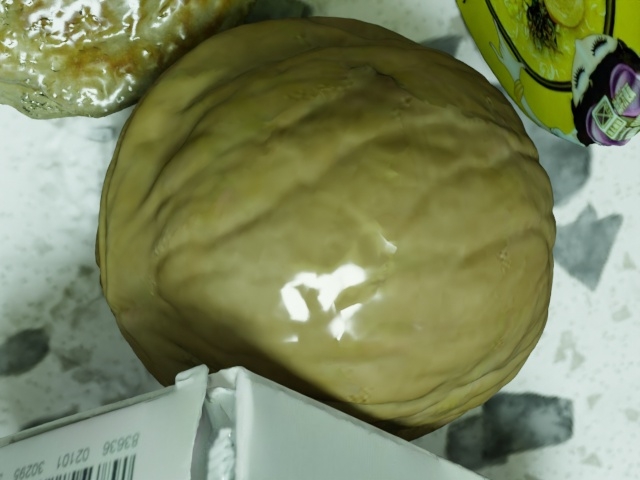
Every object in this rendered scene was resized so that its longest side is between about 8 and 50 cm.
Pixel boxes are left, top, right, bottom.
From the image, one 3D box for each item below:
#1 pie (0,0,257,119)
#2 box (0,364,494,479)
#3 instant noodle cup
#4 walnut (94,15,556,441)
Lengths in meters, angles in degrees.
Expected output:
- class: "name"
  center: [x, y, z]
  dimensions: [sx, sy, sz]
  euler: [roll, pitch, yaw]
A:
- class: "pie"
  center: [-0.112, -0.148, 0.548]
  dimensions: [0.193, 0.079, 0.163]
  euler: [-42, 94, -6]
- class: "box"
  center: [-0.007, 0.181, 0.518]
  dimensions: [0.173, 0.145, 0.333]
  euler: [-20, 146, 32]
- class: "instant noodle cup"
  center: [0.200, -0.183, 0.552]
  dimensions: [0.236, 0.215, 0.215]
  euler: [-21, 106, -12]
- class: "walnut"
  center: [0.000, 0.000, 0.536]
  dimensions: [0.228, 0.228, 0.228]
  euler: [-2, 104, -10]
